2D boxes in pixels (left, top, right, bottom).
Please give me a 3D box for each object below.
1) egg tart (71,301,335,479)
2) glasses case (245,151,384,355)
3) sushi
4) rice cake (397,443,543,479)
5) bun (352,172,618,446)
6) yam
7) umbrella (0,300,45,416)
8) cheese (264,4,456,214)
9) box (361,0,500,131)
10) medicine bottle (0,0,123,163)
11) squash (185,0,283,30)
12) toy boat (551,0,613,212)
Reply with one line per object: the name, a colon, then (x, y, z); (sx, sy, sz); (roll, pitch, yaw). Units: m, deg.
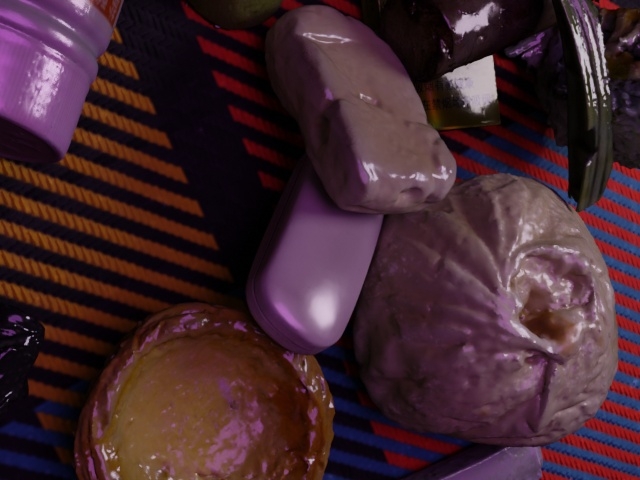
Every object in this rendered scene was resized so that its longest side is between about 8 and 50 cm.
egg tart: (-0.125, 0.200, 1.239); (0.294, 0.123, 0.294); (0, 91, -28)
glasses case: (0.000, 0.000, 1.285); (0.113, 0.075, 0.297); (40, 42, -17)
sushi: (0.380, -0.199, 1.502); (0.184, 0.274, 0.139); (-54, 139, -21)
rice cake: (0.129, 0.314, 1.424); (0.364, 0.056, 0.073); (-17, 103, -30)
bun: (0.218, 0.089, 1.384); (0.349, 0.227, 0.353); (-35, 108, -29)
yam: (0.204, -0.283, 1.387); (0.279, 0.131, 0.131); (-27, 103, -31)
umbrella: (-0.362, 0.210, 1.115); (0.094, 0.090, 0.326); (34, 73, -29)
cheese: (0.034, -0.145, 1.302); (0.159, 0.093, 0.263); (-1, 57, -42)
box: (0.129, -0.288, 1.443); (0.172, 0.043, 0.311); (-8, 93, -32)
medicine bottle: (-0.285, -0.252, 1.104); (0.202, 0.202, 0.316); (22, 78, -29)
squash: (-0.096, -0.338, 1.210); (0.137, 0.287, 0.137); (1, 73, -3)
toy boat: (0.303, -0.179, 1.363); (0.055, 0.093, 0.293); (-11, 112, 2)
